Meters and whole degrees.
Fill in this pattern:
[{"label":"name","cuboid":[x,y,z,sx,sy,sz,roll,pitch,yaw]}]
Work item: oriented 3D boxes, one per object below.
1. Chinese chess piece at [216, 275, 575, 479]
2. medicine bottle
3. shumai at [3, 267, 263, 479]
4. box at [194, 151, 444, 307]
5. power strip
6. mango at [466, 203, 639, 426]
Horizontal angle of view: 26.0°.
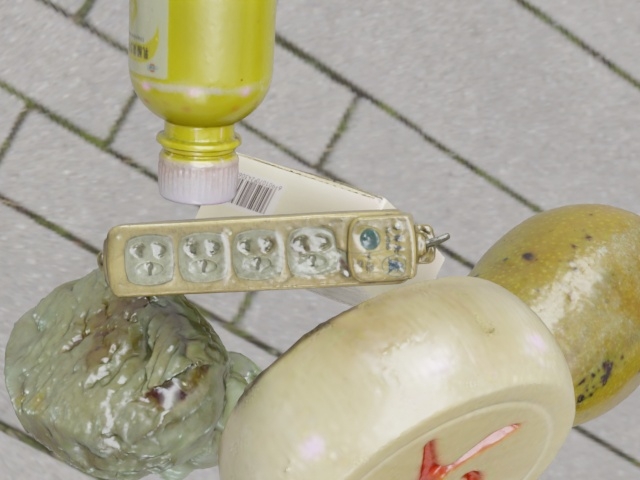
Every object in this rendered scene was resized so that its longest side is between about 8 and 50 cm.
[{"label":"Chinese chess piece","cuboid":[0.054,0.135,0.939,0.251,0.251,0.097,-20,56,-21]},{"label":"medicine bottle","cuboid":[-0.100,-0.139,1.152,0.122,0.122,0.212,-4,109,-22]},{"label":"shumai","cuboid":[-0.164,0.147,1.323,0.189,0.256,0.218,-39,131,4]},{"label":"box","cuboid":[0.000,0.000,1.478,0.095,0.212,0.168,-63,146,-11]},{"label":"power strip","cuboid":[-0.043,0.010,1.168,0.305,0.044,0.064,-3,92,5]},{"label":"mango","cuboid":[0.219,0.075,1.271,0.329,0.176,0.175,-31,134,-47]}]
